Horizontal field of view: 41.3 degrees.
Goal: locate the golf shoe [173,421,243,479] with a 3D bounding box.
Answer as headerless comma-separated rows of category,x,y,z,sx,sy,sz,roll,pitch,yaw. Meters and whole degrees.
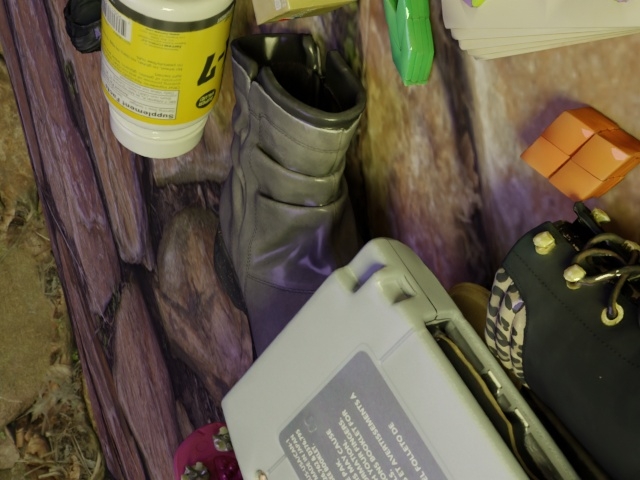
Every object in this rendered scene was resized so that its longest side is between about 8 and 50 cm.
golf shoe,-0.015,0.283,0.751,0.306,0.115,0.140,34,150,30

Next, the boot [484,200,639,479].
boot,0.146,0.033,0.338,0.178,0.085,0.236,54,153,41

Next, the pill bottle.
pill bottle,-0.149,-0.181,0.808,0.119,0.119,0.208,62,153,25

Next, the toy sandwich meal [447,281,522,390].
toy sandwich meal,0.103,0.062,0.526,0.085,0.029,0.085,37,135,49

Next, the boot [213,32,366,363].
boot,0.000,0.000,0.605,0.338,0.118,0.222,49,143,42

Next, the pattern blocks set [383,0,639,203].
pattern blocks set,0.106,-0.158,0.386,0.325,0.026,0.285,-8,97,66

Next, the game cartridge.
game cartridge,0.058,0.170,0.470,0.196,0.060,0.294,-48,62,31

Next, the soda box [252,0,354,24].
soda box,-0.027,-0.246,0.580,0.061,0.058,0.181,7,112,64

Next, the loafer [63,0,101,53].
loafer,-0.303,-0.293,1.125,0.223,0.076,0.078,31,140,62
